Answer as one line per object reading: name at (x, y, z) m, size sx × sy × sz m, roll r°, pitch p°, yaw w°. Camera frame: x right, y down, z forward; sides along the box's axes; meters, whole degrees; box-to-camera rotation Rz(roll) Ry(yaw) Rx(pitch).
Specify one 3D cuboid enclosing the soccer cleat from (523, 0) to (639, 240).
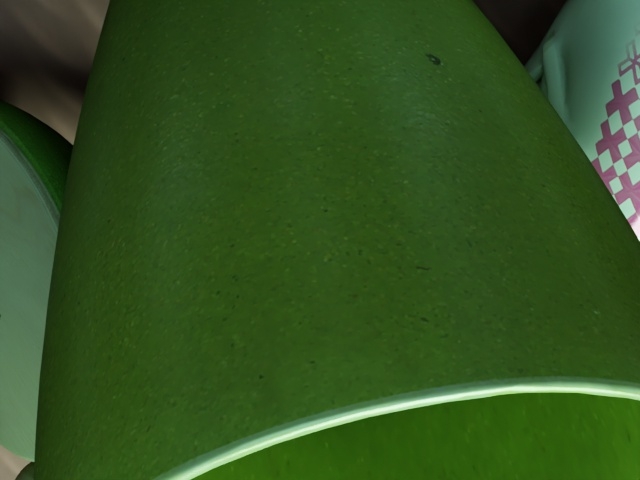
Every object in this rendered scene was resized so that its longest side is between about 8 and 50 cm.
soccer cleat at (0.098, -0.013, 0.889) m, size 0.143 × 0.116 × 0.331 m, roll 7°, pitch 127°, yaw -5°

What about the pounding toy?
pounding toy at (-0.112, 0.032, 0.919) m, size 0.183 × 0.110 × 0.237 m, roll -15°, pitch 95°, yaw 55°

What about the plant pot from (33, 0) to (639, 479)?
plant pot at (0.000, 0.000, 0.768) m, size 0.275 × 0.293 × 0.275 m, roll -10°, pitch 149°, yaw -6°
